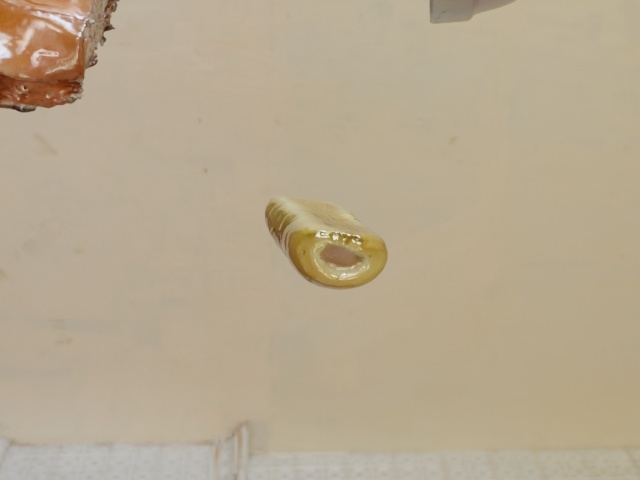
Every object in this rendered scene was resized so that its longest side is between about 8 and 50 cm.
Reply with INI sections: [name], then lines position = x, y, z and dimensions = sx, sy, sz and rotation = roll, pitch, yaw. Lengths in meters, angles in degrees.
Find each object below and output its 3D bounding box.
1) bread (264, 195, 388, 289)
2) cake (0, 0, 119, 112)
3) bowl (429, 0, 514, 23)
[bread]
position = 0.000, 0.000, 1.239
dimensions = 0.305, 0.142, 0.091
rotation = -130, -136, -74
[cake]
position = -0.213, -0.175, 0.702
dimensions = 0.287, 0.135, 0.098
rotation = -60, 164, -61
[bowl]
position = 0.183, -0.376, 0.898
dimensions = 0.287, 0.143, 0.287
rotation = -1, 90, -83
